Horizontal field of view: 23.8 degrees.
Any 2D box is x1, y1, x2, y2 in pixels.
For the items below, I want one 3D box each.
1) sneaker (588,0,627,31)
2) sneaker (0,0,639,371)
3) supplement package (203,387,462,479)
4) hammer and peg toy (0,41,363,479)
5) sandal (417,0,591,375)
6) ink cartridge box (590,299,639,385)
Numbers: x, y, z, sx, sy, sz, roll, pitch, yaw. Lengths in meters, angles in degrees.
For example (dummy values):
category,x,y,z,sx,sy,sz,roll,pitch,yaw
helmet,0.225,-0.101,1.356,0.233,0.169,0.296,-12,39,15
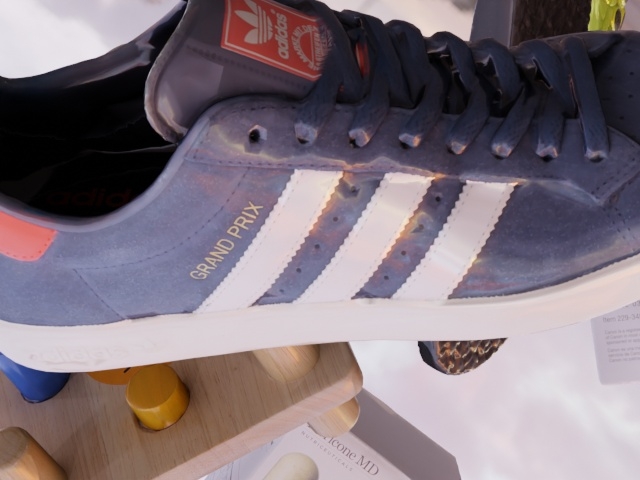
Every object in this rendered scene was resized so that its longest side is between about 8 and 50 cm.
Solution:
category,x,y,z,sx,sy,sz,roll,pitch,yaw
sneaker,0.257,-0.218,1.673,0.124,0.109,0.295,23,156,5
sneaker,0.009,-0.046,0.585,0.131,0.350,0.148,-98,-7,-46
supplement package,-0.013,0.287,1.506,0.199,0.262,0.198,38,-172,-6
hammer and peg toy,-0.139,0.035,1.066,0.127,0.266,0.361,58,-176,-44
sandal,0.154,-0.099,1.394,0.107,0.445,0.168,13,-178,40
ink cartridge box,0.374,-0.022,1.484,0.131,0.226,0.306,-5,-92,-50
